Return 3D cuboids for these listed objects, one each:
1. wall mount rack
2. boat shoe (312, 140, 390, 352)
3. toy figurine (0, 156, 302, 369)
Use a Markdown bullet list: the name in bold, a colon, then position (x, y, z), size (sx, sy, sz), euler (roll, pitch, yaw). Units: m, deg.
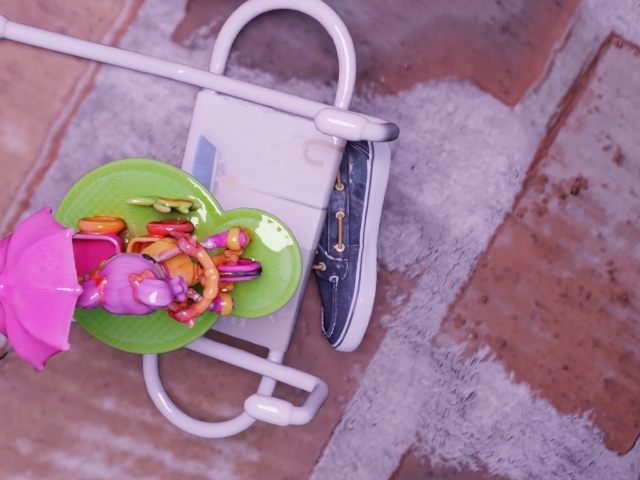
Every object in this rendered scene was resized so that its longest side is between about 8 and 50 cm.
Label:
- **wall mount rack**: position (-0.117, -0.021, 0.677), size (0.304, 0.130, 0.350), euler (17, 101, 12)
- **boat shoe**: position (0.000, 0.000, 0.765), size (0.083, 0.065, 0.183), euler (3, 101, -17)
- **toy figurine**: position (-0.110, 0.024, 0.541), size (0.173, 0.159, 0.130), euler (4, 99, 10)
